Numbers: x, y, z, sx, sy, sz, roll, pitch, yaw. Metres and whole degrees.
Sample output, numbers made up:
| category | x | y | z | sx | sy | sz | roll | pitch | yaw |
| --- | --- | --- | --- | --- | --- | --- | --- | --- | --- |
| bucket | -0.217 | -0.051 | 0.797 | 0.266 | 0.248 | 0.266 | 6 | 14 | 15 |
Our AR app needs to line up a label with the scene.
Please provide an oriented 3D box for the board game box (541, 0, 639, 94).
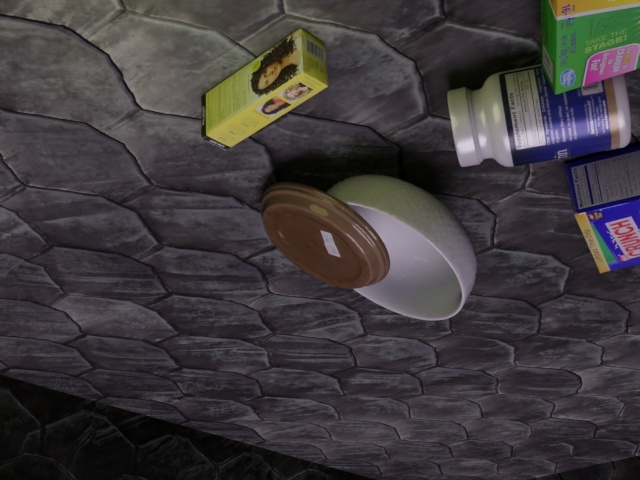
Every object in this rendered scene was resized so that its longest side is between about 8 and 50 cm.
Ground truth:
| category | x | y | z | sx | sy | sz | roll | pitch | yaw |
| --- | --- | --- | --- | --- | --- | --- | --- | --- | --- |
| board game box | 0.457 | -0.337 | 1.237 | 0.316 | 0.064 | 0.242 | -17 | 150 | 5 |

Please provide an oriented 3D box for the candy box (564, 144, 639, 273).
| category | x | y | z | sx | sy | sz | roll | pitch | yaw |
| --- | --- | --- | --- | --- | --- | --- | --- | --- | --- |
| candy box | 0.645 | -0.073 | 1.728 | 0.317 | 0.122 | 0.268 | -13 | 150 | 22 |

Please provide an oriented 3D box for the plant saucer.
| category | x | y | z | sx | sy | sz | roll | pitch | yaw |
| --- | --- | --- | --- | --- | --- | --- | --- | --- | --- |
| plant saucer | 0.000 | 0.000 | 1.718 | 0.277 | 0.041 | 0.278 | 26 | 151 | 16 |

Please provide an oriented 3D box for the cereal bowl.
| category | x | y | z | sx | sy | sz | roll | pitch | yaw |
| --- | --- | --- | --- | --- | --- | --- | --- | --- | --- |
| cereal bowl | 0.149 | -0.006 | 1.739 | 0.338 | 0.141 | 0.339 | 25 | 152 | 15 |

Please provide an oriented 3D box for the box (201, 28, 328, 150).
| category | x | y | z | sx | sy | sz | roll | pitch | yaw |
| --- | --- | --- | --- | --- | --- | --- | --- | --- | --- |
| box | -0.092 | -0.231 | 1.434 | 0.232 | 0.087 | 0.058 | -28 | 144 | 36 |

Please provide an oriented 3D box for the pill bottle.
| category | x | y | z | sx | sy | sz | roll | pitch | yaw |
| --- | --- | --- | --- | --- | --- | --- | --- | --- | --- |
| pill bottle | 0.340 | -0.199 | 1.448 | 0.264 | 0.153 | 0.153 | -9 | 150 | 14 |
